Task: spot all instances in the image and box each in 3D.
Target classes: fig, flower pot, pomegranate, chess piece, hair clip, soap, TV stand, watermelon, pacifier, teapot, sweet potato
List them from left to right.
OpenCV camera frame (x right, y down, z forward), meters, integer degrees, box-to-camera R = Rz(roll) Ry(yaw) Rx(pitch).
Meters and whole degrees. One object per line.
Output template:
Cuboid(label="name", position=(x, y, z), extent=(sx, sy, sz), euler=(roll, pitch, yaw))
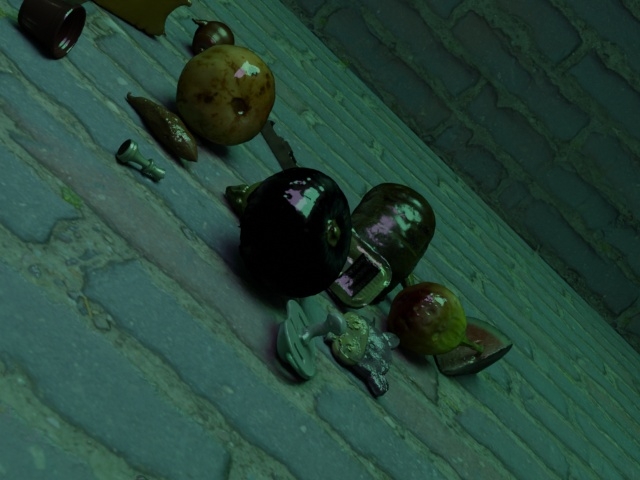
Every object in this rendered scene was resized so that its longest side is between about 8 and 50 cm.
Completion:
Cuboid(label="flower pot", position=(-0.498, -0.402, 1.471), extent=(0.089, 0.111, 0.111), euler=(29, 20, -2))
Cuboid(label="soap", position=(-0.493, -0.684, 1.944), extent=(0.293, 0.156, 0.335), euler=(21, 31, -45))
Cuboid(label="chess piece", position=(-0.308, -0.134, 1.401), extent=(0.093, 0.042, 0.042), euler=(40, 19, -36))
Cuboid(label="sweet potato", position=(-0.303, -0.226, 1.562), extent=(0.206, 0.060, 0.068), euler=(41, -15, 17))
Cuboid(label="teapot", position=(-0.287, -0.510, 2.112), extent=(0.116, 0.116, 0.173), euler=(-92, 161, -63))
Cuboid(label="pomegranate", position=(-0.204, -0.312, 1.728), extent=(0.215, 0.215, 0.215), euler=(39, 20, -18))
Cuboid(label="TV stand", position=(-0.086, -0.211, 2.006), extent=(0.042, 0.036, 0.249), euler=(23, 29, -50))
Cuboid(label="pacifier", position=(-0.010, 0.158, 1.314), extent=(0.150, 0.116, 0.127), euler=(-78, 147, -72))
Cuboid(label="hair clip", position=(0.000, 0.001, 1.654), extent=(0.321, 0.138, 0.091), euler=(46, -11, 4))
Cuboid(label="hair clip", position=(0.077, 0.192, 1.509), extent=(0.146, 0.056, 0.187), euler=(35, 23, -8))
Cuboid(label="fig", position=(0.265, 0.188, 1.735), extent=(0.257, 0.159, 0.159), euler=(28, 25, -27))
Cuboid(label="watermelon", position=(0.325, 0.229, 1.856), extent=(0.207, 0.136, 0.202), euler=(34, 11, 12))

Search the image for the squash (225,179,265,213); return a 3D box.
Cuboid(label="squash", position=(-0.128, -0.074, 1.573), extent=(0.105, 0.132, 0.105), euler=(0, 90, -79))

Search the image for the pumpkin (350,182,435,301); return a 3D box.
Cuboid(label="pumpkin", position=(0.166, -0.001, 1.827), extent=(0.242, 0.232, 0.325), euler=(46, 23, -6))

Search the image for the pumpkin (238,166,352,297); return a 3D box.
Cuboid(label="pumpkin", position=(-0.040, -0.015, 1.431), extent=(0.163, 0.233, 0.233), euler=(5, -7, 35))

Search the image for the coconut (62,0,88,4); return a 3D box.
Cuboid(label="coconut", position=(-0.526, -0.608, 1.612), extent=(0.259, 0.259, 0.259), euler=(39, 20, -18))
